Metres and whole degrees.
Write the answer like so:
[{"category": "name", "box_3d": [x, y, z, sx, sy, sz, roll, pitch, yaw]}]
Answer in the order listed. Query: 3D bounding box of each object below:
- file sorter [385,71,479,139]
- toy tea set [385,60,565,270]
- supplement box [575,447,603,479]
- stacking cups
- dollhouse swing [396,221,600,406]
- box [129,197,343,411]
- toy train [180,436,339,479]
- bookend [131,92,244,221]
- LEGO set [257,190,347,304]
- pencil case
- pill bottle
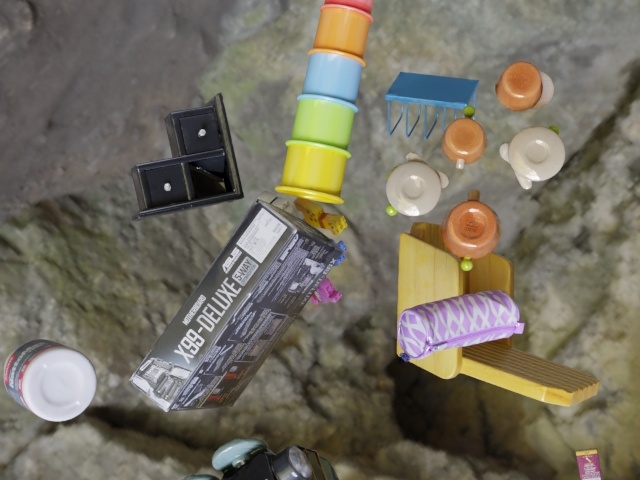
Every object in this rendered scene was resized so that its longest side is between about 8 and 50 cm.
[{"category": "file sorter", "box_3d": [0.231, -0.273, 2.050, 0.118, 0.170, 0.105, -58, 152, -51]}, {"category": "toy tea set", "box_3d": [0.265, -0.122, 1.565, 0.336, 0.200, 0.124, -46, 171, 1]}, {"category": "supplement box", "box_3d": [0.542, 0.461, 1.978, 0.043, 0.083, 0.055, -10, 170, 15]}, {"category": "stacking cups", "box_3d": [0.013, -0.212, 1.309, 0.096, 0.096, 0.316, 9, 92, -87]}, {"category": "dollhouse swing", "box_3d": [0.347, 0.129, 1.837, 0.304, 0.315, 0.346, 0, 177, 28]}, {"category": "box", "box_3d": [-0.109, 0.102, 1.421, 0.307, 0.076, 0.242, -55, 162, 4]}, {"category": "toy train", "box_3d": [-0.121, 0.389, 1.328, 0.334, 0.142, 0.190, -38, 140, 18]}, {"category": "bookend", "box_3d": [-0.207, -0.120, 1.427, 0.156, 0.157, 0.072, -12, -179, -19]}, {"category": "LEGO set", "box_3d": [0.000, 0.000, 1.608, 0.093, 0.227, 0.087, 12, -132, 47]}, {"category": "pencil case", "box_3d": [0.220, 0.133, 1.568, 0.206, 0.088, 0.086, -12, 119, -31]}, {"category": "pill bottle", "box_3d": [-0.414, 0.204, 1.478, 0.108, 0.108, 0.180, -45, -158, -23]}]
